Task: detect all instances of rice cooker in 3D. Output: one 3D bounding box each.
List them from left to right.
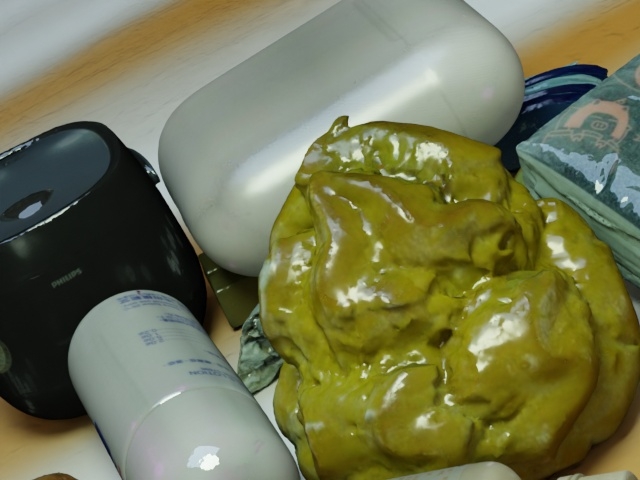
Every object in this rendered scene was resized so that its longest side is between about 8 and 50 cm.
[{"bbox_3d":[-0.242,0.031,1.826,0.267,0.224,0.267,-21,28,12],"label":"rice cooker"}]

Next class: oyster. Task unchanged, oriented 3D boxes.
[{"bbox_3d":[0.042,0.032,1.722,0.199,0.087,0.252,-17,16,46],"label":"oyster"}]

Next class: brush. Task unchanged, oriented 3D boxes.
[{"bbox_3d":[0.000,0.000,1.864,0.233,0.047,0.103,-26,27,-2],"label":"brush"}]

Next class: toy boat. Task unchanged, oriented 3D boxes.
[{"bbox_3d":[0.177,-0.152,1.969,0.220,0.067,0.291,-25,24,3],"label":"toy boat"}]

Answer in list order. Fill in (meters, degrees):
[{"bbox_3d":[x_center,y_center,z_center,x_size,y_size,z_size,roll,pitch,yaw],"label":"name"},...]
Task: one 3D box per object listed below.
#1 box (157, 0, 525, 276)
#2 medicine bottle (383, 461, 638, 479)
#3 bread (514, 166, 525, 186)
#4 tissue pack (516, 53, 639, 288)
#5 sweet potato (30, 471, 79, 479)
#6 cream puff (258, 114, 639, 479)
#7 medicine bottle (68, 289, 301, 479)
[{"bbox_3d":[0.014,-0.115,1.836,0.349,0.141,0.288,-32,26,-1],"label":"box"},{"bbox_3d":[0.102,0.212,1.319,0.252,0.114,0.114,-14,29,23],"label":"medicine bottle"},{"bbox_3d":[0.174,-0.007,1.683,0.139,0.084,0.074,-36,29,-18],"label":"bread"},{"bbox_3d":[0.353,-0.087,1.589,0.316,0.103,0.228,-36,52,-19],"label":"tissue pack"},{"bbox_3d":[-0.273,0.276,1.554,0.097,0.097,0.251,-4,36,37],"label":"sweet potato"},{"bbox_3d":[0.080,0.046,1.492,0.291,0.257,0.324,-12,29,32],"label":"cream puff"},{"bbox_3d":[-0.113,0.159,1.587,0.130,0.130,0.341,-30,27,-8],"label":"medicine bottle"}]
